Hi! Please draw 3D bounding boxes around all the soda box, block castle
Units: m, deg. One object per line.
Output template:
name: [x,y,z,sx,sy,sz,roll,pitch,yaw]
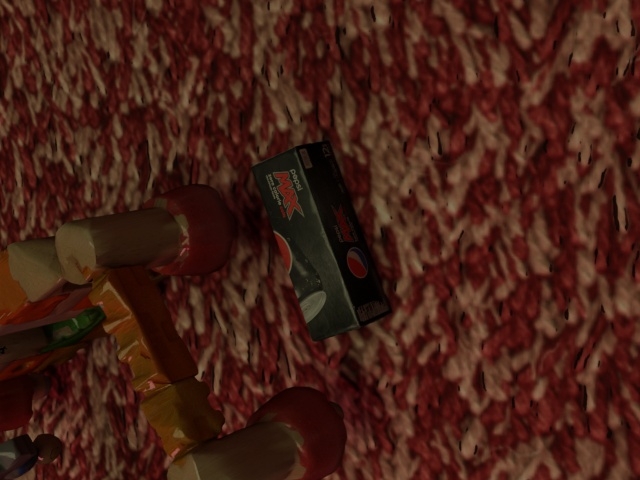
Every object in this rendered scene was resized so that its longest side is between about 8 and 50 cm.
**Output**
soda box: [0.000,0.000,0.939,0.060,0.053,0.168,-21,87,36]
block castle: [-0.211,0.172,1.019,0.453,0.213,0.303,-37,76,35]
